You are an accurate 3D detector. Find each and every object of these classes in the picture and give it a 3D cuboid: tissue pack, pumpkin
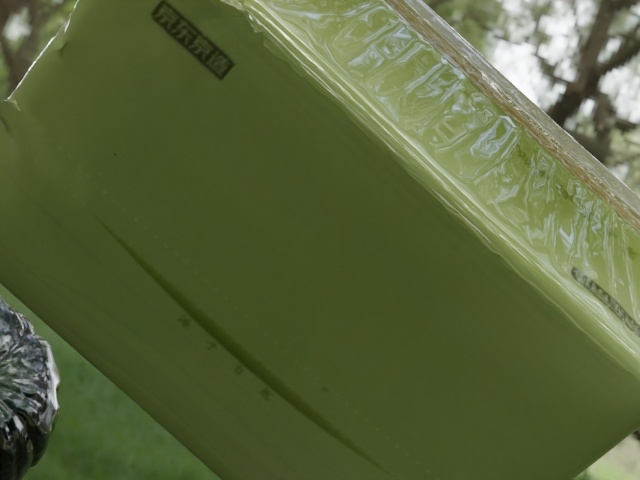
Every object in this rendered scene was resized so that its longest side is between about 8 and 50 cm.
[{"bbox_3d":[0.000,0.000,0.534,0.234,0.159,0.125,43,32,-2],"label":"tissue pack"},{"bbox_3d":[-0.351,0.145,1.374,0.220,0.221,0.162,22,-33,-26],"label":"pumpkin"}]
